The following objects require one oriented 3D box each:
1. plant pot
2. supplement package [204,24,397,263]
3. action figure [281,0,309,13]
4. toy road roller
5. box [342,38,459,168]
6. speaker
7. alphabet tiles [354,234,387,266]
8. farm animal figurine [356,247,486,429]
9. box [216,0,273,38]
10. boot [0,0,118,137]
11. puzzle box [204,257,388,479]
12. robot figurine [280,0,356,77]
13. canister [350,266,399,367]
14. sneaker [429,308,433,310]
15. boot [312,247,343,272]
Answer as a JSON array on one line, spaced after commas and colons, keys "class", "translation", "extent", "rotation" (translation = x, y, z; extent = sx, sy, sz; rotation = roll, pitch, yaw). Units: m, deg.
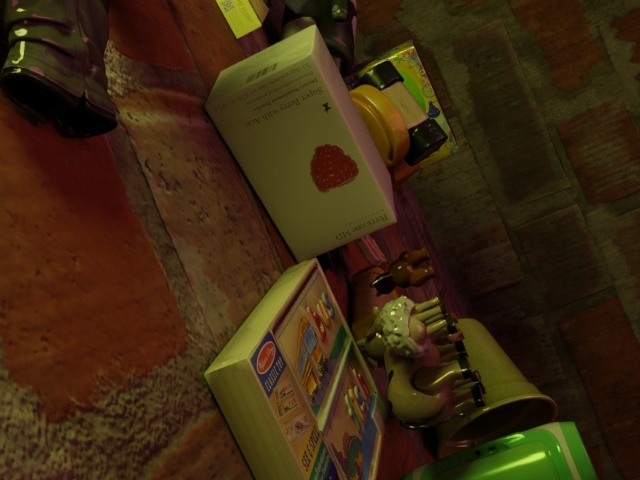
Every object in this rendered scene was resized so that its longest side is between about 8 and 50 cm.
[{"class": "plant pot", "translation": [0.334, 0.323, 1.603], "extent": [0.276, 0.276, 0.254], "rotation": [51, 11, -49]}, {"class": "supplement package", "translation": [-0.021, -0.148, 1.127], "extent": [0.293, 0.178, 0.175], "rotation": [60, 15, -26]}, {"class": "action figure", "translation": [-0.180, -0.357, 0.888], "extent": [0.341, 0.178, 0.330], "rotation": [39, 24, -8]}, {"class": "toy road roller", "translation": [0.068, -0.183, 1.457], "extent": [0.202, 0.241, 0.329], "rotation": [54, -28, 6]}, {"class": "box", "translation": [0.153, -0.305, 1.806], "extent": [0.279, 0.290, 0.177], "rotation": [62, 15, -16]}, {"class": "speaker", "translation": [0.287, 0.391, 1.173], "extent": [0.131, 0.297, 0.131], "rotation": [60, 15, -28]}, {"class": "alphabet tiles", "translation": [0.036, -0.071, 1.413], "extent": [0.284, 0.021, 0.278], "rotation": [56, 9, 11]}, {"class": "farm animal figurine", "translation": [0.153, 0.198, 1.179], "extent": [0.326, 0.172, 0.330], "rotation": [-86, 152, -70]}, {"class": "box", "translation": [-0.146, -0.471, 1.427], "extent": [0.087, 0.058, 0.232], "rotation": [60, 16, -25]}, {"class": "boot", "translation": [-0.242, -0.190, 0.577], "extent": [0.246, 0.084, 0.161], "rotation": [37, 39, -62]}, {"class": "puzzle box", "translation": [-0.005, 0.194, 0.903], "extent": [0.272, 0.052, 0.409], "rotation": [65, 14, -8]}, {"class": "robot figurine", "translation": [-0.001, -0.470, 1.651], "extent": [0.173, 0.209, 0.278], "rotation": [41, 47, -52]}, {"class": "canister", "translation": [0.106, 0.143, 1.365], "extent": [0.126, 0.073, 0.170], "rotation": [60, 17, -23]}, {"class": "sneaker", "translation": [0.238, 0.200, 1.700], "extent": [0.234, 0.106, 0.078], "rotation": [28, 42, -69]}, {"class": "boot", "translation": [-0.001, 0.000, 1.257], "extent": [0.121, 0.045, 0.099], "rotation": [68, 17, 2]}]
